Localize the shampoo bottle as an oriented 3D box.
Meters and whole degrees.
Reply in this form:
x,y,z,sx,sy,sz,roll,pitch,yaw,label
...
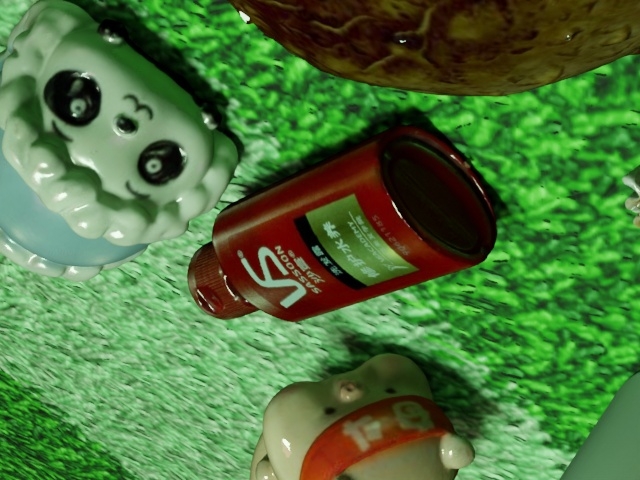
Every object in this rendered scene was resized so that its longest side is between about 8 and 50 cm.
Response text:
x,y,z,sx,sy,sz,roll,pitch,yaw,label
0.000,0.000,1.194,0.118,0.076,0.314,43,148,-18,shampoo bottle

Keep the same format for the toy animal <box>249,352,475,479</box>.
x,y,z,sx,sy,sz,roll,pitch,yaw,label
0.024,0.183,1.317,0.171,0.171,0.197,42,155,-11,toy animal

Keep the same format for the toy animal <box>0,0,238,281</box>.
x,y,z,sx,sy,sz,roll,pitch,yaw,label
-0.186,-0.064,1.215,0.208,0.156,0.204,41,152,-15,toy animal

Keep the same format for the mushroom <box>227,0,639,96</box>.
x,y,z,sx,sy,sz,roll,pitch,yaw,label
0.064,-0.204,0.738,0.345,0.239,0.345,18,169,4,mushroom

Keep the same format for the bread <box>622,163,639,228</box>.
x,y,z,sx,sy,sz,roll,pitch,yaw,label
0.278,0.041,0.955,0.136,0.107,0.241,14,142,36,bread

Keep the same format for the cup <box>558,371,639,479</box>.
x,y,z,sx,sy,sz,roll,pitch,yaw,label
0.237,0.279,1.078,0.253,0.371,0.253,28,143,23,cup
